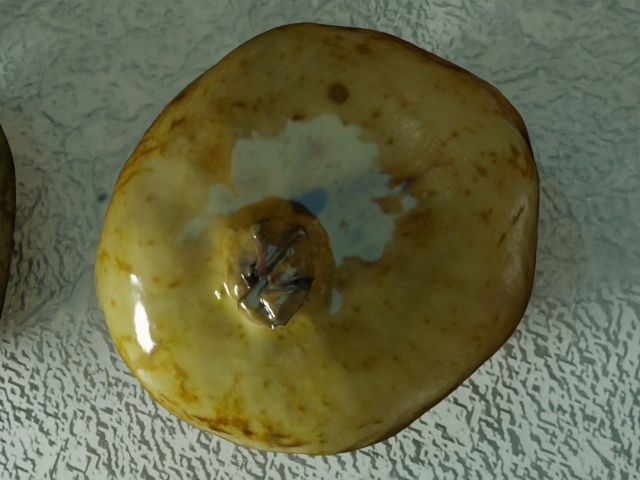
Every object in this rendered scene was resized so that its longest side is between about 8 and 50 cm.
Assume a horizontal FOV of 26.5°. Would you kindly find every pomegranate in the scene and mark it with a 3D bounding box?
[{"bbox_3d":[0.000,0.000,0.727,0.248,0.248,0.248,-3,79,16],"label":"pomegranate"}]

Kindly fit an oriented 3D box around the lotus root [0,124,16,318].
[{"bbox_3d":[-0.270,0.020,0.859,0.145,0.128,0.260,5,83,8],"label":"lotus root"}]
